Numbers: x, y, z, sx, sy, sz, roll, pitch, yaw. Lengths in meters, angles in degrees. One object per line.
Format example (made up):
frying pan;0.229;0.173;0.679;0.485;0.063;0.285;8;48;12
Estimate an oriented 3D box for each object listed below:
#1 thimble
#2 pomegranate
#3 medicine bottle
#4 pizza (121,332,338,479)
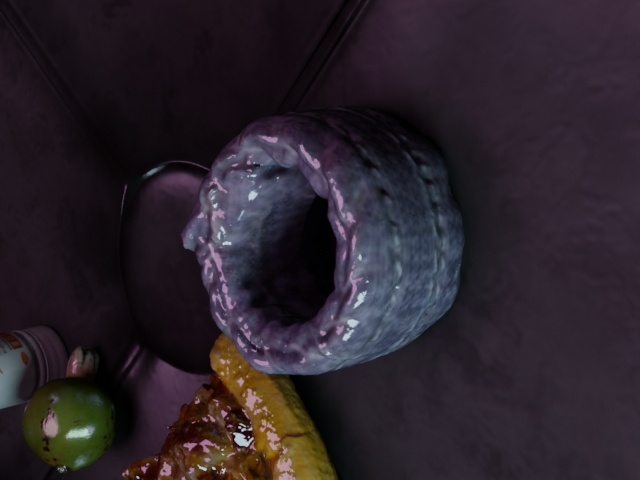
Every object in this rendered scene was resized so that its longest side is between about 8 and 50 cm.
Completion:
thimble;0.002;-0.001;0.768;0.150;0.097;0.150;10;104;41
pomegranate;-0.182;0.126;0.994;0.073;0.073;0.085;-55;24;35
medicine bottle;-0.241;0.098;1.022;0.057;0.089;0.057;10;104;43
pizza;-0.075;0.152;0.887;0.194;0.069;0.154;-42;70;38
